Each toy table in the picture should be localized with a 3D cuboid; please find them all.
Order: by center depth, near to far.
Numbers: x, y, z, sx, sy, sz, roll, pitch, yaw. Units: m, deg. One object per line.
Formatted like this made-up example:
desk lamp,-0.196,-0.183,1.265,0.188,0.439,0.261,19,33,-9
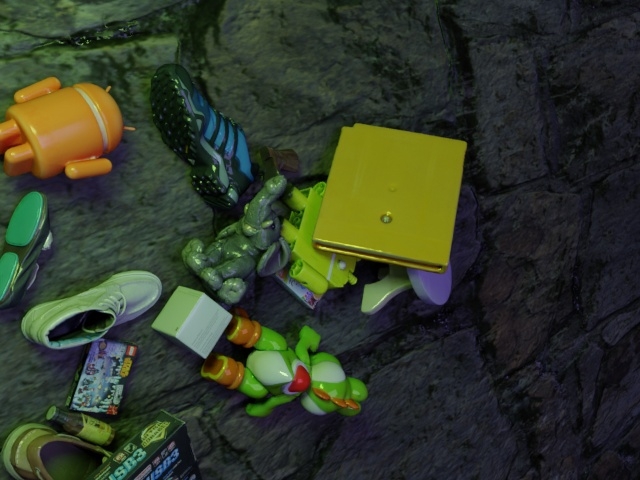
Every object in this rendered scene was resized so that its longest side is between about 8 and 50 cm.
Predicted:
toy table,0.189,0.055,1.598,0.274,0.161,0.252,59,39,-45

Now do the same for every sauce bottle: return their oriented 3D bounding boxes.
sauce bottle,-0.433,0.335,1.246,0.128,0.042,0.042,40,72,-39

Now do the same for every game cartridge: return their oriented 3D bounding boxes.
game cartridge,0.154,-0.100,1.481,0.052,0.286,0.323,89,14,-59

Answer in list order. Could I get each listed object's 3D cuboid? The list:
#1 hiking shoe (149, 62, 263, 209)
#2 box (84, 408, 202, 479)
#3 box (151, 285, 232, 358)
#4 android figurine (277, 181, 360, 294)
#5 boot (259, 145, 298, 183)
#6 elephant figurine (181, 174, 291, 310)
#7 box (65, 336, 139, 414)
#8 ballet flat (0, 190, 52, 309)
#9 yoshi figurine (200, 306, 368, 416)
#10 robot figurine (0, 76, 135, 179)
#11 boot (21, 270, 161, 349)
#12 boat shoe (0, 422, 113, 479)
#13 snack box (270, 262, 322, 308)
hiking shoe,-0.217,-0.208,1.308,0.132,0.113,0.304,-50,134,-35
box,-0.328,0.499,1.203,0.295,0.073,0.293,-43,137,-41
box,-0.249,0.156,1.331,0.087,0.101,0.101,44,68,-35
android figurine,0.000,0.000,1.506,0.273,0.056,0.248,42,50,-36
boot,-0.076,-0.146,1.440,0.114,0.037,0.106,0,77,-61
elephant figurine,-0.136,0.009,1.352,0.239,0.186,0.169,-44,106,-15
box,-0.401,0.247,1.268,0.094,0.027,0.136,20,84,-41
ballet flat,-0.489,0.020,1.139,0.074,0.074,0.203,27,74,-39
yoshi figurine,-0.071,0.281,1.490,0.362,0.203,0.202,28,38,-25
robot figurine,-0.416,-0.178,1.120,0.219,0.158,0.128,-31,138,-32
boot,-0.376,0.127,1.205,0.258,0.123,0.095,-22,111,-35
boat shoe,-0.405,0.428,1.222,0.324,0.117,0.123,40,55,-37
snack box,-0.041,0.074,1.531,0.141,0.037,0.100,46,66,-34
